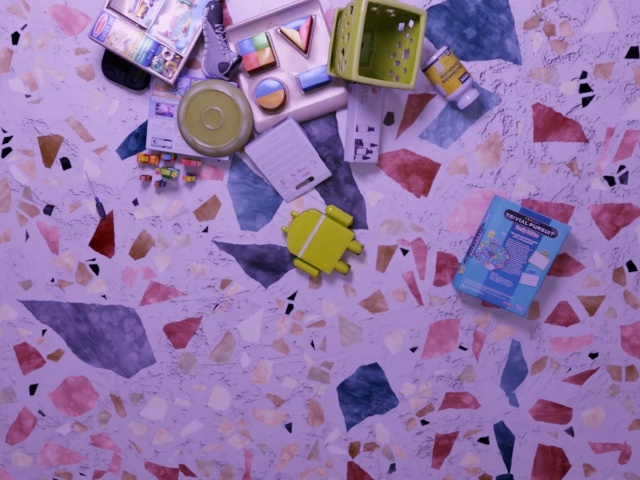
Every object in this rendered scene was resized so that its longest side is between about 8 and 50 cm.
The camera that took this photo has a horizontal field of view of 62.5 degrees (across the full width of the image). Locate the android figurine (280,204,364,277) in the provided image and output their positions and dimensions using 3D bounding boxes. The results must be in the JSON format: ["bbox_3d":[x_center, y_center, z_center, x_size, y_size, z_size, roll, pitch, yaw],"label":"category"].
[{"bbox_3d":[0.000,0.000,1.763,0.273,0.056,0.248,29,101,-5],"label":"android figurine"}]

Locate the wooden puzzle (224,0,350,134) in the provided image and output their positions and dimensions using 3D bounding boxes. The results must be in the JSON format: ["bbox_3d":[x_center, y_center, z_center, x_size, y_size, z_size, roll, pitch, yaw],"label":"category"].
[{"bbox_3d":[-0.104,-0.540,1.641,0.322,0.080,0.347,-18,101,5],"label":"wooden puzzle"}]

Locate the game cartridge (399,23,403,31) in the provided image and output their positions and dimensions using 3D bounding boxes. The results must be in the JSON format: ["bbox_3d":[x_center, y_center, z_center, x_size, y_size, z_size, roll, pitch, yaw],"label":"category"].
[{"bbox_3d":[0.230,-0.659,1.644,0.056,0.017,0.083,-11,101,0],"label":"game cartridge"}]

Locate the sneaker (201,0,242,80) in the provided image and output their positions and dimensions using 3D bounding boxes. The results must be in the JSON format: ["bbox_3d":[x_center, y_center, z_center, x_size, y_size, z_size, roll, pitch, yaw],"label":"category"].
[{"bbox_3d":[-0.286,-0.596,1.594,0.132,0.086,0.228,26,127,21],"label":"sneaker"}]

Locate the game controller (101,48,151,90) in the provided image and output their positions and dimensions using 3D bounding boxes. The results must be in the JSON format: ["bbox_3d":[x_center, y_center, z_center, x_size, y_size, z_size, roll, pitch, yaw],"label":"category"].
[{"bbox_3d":[-0.576,-0.640,1.649,0.167,0.067,0.319,25,101,11],"label":"game controller"}]

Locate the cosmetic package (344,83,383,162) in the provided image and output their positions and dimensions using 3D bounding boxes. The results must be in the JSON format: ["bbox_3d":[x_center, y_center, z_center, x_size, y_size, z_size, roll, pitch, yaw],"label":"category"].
[{"bbox_3d":[0.137,-0.367,1.666,0.099,0.060,0.238,-3,103,-26],"label":"cosmetic package"}]

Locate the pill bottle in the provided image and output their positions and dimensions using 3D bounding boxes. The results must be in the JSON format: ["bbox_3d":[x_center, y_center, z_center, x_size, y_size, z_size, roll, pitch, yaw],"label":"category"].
[{"bbox_3d":[0.404,-0.499,1.628,0.103,0.103,0.184,-42,98,9],"label":"pill bottle"}]

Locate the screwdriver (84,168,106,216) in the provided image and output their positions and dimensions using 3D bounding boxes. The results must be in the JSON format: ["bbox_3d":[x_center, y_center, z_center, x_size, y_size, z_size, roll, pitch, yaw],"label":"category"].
[{"bbox_3d":[-0.757,-0.158,1.761,0.024,0.025,0.169,-19,101,5],"label":"screwdriver"}]

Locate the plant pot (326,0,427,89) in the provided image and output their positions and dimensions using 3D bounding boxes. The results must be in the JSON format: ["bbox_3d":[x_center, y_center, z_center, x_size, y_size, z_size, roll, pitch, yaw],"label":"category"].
[{"bbox_3d":[0.148,-0.568,1.540,0.228,0.207,0.227,0,106,-30],"label":"plant pot"}]

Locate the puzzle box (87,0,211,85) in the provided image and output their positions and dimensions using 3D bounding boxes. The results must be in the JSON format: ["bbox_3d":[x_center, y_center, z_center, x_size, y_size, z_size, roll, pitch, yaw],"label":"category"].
[{"bbox_3d":[-0.468,-0.708,1.569,0.272,0.052,0.408,28,91,-15],"label":"puzzle box"}]

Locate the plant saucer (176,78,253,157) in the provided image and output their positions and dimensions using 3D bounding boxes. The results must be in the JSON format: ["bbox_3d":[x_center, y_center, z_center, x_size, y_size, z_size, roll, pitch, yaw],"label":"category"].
[{"bbox_3d":[-0.331,-0.378,1.639,0.241,0.037,0.240,0,102,0],"label":"plant saucer"}]

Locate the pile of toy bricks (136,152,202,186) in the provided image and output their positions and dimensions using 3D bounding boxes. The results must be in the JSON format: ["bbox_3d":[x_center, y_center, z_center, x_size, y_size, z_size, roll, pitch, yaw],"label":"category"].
[{"bbox_3d":[-0.499,-0.225,1.701,0.213,0.105,0.118,8,102,0],"label":"pile of toy bricks"}]

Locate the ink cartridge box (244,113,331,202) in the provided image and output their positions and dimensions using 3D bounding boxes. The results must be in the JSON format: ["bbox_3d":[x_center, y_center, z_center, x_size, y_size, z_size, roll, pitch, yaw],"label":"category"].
[{"bbox_3d":[-0.104,-0.263,1.713,0.189,0.066,0.232,-31,122,15],"label":"ink cartridge box"}]

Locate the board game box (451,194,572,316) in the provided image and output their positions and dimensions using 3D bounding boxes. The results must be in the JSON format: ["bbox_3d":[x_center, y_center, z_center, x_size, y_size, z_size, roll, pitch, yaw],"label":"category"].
[{"bbox_3d":[0.627,0.052,1.749,0.254,0.079,0.335,23,101,-3],"label":"board game box"}]

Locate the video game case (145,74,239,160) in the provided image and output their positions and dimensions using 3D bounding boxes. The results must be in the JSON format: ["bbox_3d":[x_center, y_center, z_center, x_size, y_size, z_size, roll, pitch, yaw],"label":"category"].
[{"bbox_3d":[-0.409,-0.396,1.686,0.270,0.061,0.244,8,103,-1],"label":"video game case"}]
